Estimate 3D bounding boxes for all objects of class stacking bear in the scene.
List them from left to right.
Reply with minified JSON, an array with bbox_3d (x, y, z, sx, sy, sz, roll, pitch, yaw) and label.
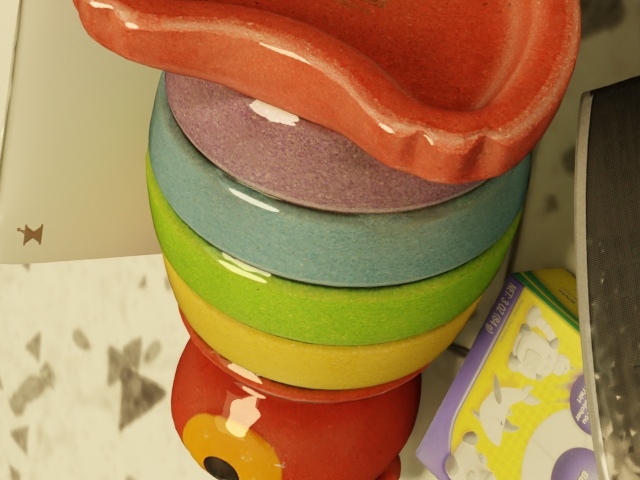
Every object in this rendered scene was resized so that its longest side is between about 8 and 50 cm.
[{"bbox_3d":[0.000,0.000,0.702,0.175,0.164,0.289,23,136,14],"label":"stacking bear"}]

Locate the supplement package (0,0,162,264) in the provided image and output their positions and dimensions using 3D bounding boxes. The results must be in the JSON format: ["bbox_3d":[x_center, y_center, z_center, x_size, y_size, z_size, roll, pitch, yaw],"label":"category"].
[{"bbox_3d":[-0.091,-0.136,0.779,0.145,0.204,0.261,24,109,43],"label":"supplement package"}]

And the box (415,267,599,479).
[{"bbox_3d":[0.125,0.104,0.693,0.179,0.043,0.105,42,120,33],"label":"box"}]

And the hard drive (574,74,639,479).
[{"bbox_3d":[0.171,0.046,0.595,0.172,0.054,0.254,-15,72,34],"label":"hard drive"}]
